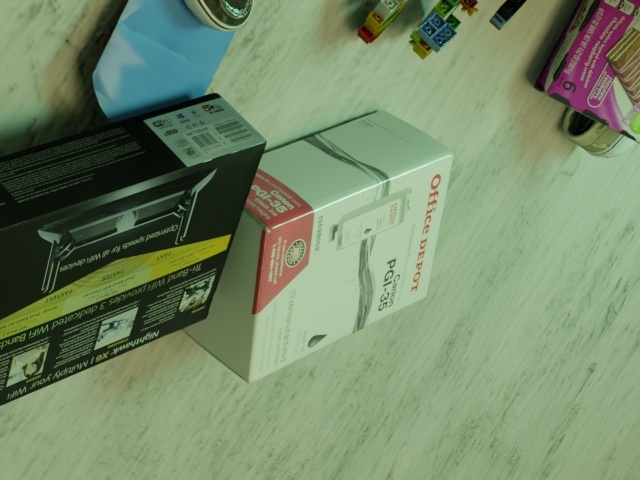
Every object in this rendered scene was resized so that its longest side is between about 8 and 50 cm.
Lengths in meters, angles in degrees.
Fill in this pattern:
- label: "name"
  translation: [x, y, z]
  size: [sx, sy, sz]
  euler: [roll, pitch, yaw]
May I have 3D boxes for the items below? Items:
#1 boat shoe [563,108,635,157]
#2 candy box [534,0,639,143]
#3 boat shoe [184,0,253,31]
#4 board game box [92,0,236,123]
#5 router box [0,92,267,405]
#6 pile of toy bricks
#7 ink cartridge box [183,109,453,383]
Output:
- label: "boat shoe"
  translation: [0.431, -0.244, 1.859]
  size: [0.094, 0.109, 0.302]
  euler: [9, 113, -51]
- label: "candy box"
  translation: [0.412, -0.207, 1.771]
  size: [0.233, 0.071, 0.159]
  euler: [25, 100, -11]
- label: "boat shoe"
  translation: [-0.086, -0.274, 1.203]
  size: [0.078, 0.070, 0.219]
  euler: [-38, 134, -31]
- label: "board game box"
  translation: [-0.148, -0.177, 1.272]
  size: [0.133, 0.033, 0.168]
  euler: [23, 94, -51]
- label: "router box"
  translation: [-0.213, 0.015, 1.265]
  size: [0.309, 0.081, 0.243]
  euler: [-22, 146, -40]
- label: "pile of toy bricks"
  translation: [0.134, -0.249, 1.509]
  size: [0.212, 0.118, 0.105]
  euler: [-44, 178, -32]
- label: "ink cartridge box"
  translation: [0.000, 0.000, 1.522]
  size: [0.283, 0.117, 0.207]
  euler: [-23, 134, -38]
